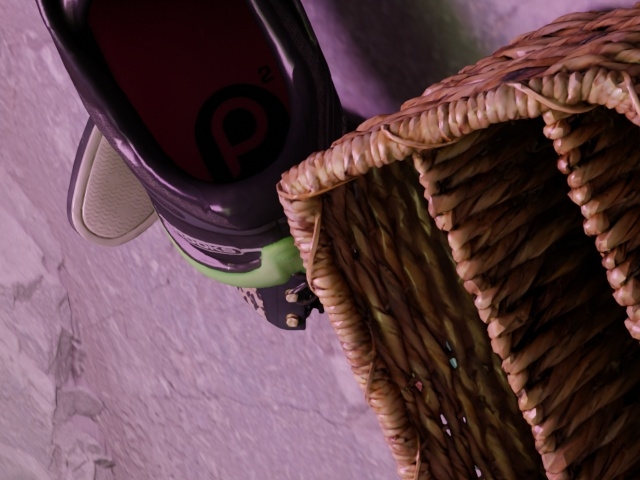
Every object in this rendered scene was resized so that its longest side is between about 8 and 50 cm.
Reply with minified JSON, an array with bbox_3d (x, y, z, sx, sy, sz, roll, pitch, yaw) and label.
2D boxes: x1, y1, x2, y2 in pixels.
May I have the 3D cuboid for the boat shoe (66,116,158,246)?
[{"bbox_3d":[-0.122,-0.104,1.178,0.084,0.233,0.079,26,168,-28],"label":"boat shoe"}]

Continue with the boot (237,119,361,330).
[{"bbox_3d":[0.001,-0.001,1.195,0.236,0.085,0.179,40,147,41],"label":"boot"}]

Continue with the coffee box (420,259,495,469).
[{"bbox_3d":[0.108,0.043,1.059,0.040,0.113,0.184,-17,102,59],"label":"coffee box"}]

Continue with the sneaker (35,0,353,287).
[{"bbox_3d":[-0.109,-0.203,1.014,0.483,0.185,0.202,59,175,5],"label":"sneaker"}]

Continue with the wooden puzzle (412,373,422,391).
[{"bbox_3d":[0.066,0.108,1.274,0.083,0.006,0.049,23,135,43],"label":"wooden puzzle"}]

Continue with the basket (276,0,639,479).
[{"bbox_3d":[0.160,0.042,0.882,0.213,0.223,0.299,-3,114,55],"label":"basket"}]
